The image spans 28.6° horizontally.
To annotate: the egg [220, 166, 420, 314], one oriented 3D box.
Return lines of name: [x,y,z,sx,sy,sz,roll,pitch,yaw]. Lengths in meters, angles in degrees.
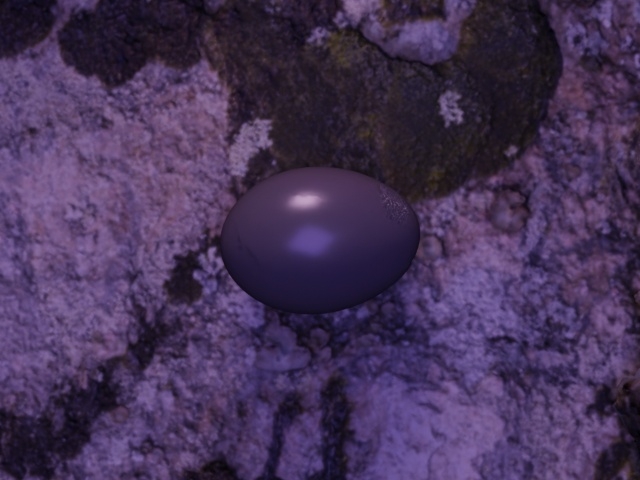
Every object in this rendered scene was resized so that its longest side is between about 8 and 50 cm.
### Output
egg: [0.000,0.000,1.244,0.198,0.146,0.146,0,93,-6]

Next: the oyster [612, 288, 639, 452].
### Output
oyster: [0.437,0.170,1.270,0.271,0.100,0.275,-12,97,17]
